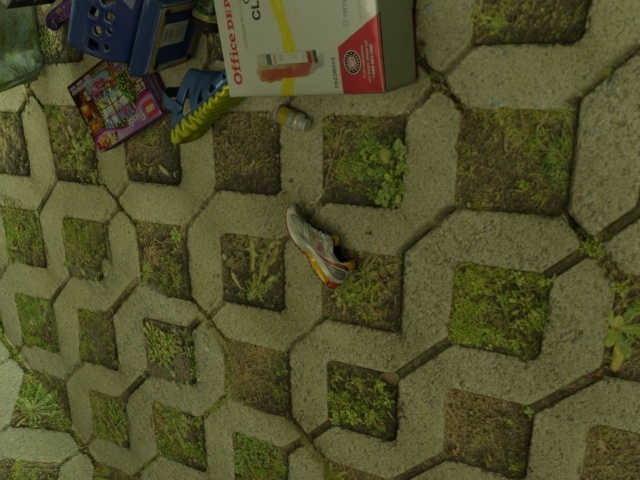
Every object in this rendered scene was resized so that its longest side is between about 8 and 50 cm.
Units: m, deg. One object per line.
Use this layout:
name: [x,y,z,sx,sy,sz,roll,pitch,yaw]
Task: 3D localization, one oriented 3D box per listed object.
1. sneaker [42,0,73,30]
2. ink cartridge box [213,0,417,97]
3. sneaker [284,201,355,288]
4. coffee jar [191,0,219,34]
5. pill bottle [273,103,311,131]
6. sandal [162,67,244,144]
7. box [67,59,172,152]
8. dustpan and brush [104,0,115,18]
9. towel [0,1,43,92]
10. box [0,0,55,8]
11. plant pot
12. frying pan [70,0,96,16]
sneaker: [-0.670,-0.601,1.865,0.169,0.068,0.071,-29,98,39]
ink cartridge box: [-0.017,-0.439,1.426,0.384,0.160,0.280,6,113,33]
sneaker: [0.000,0.000,1.672,0.092,0.088,0.225,-38,87,19]
coffee jar: [-0.229,-0.551,1.564,0.079,0.096,0.185,31,124,23]
pill bottle: [-0.063,-0.275,1.605,0.083,0.043,0.043,28,124,21]
sandal: [-0.279,-0.350,1.675,0.317,0.126,0.138,-28,89,38]
box: [-0.532,-0.377,1.872,0.293,0.057,0.201,-21,98,38]
dustpan and brush: [-0.527,-0.657,1.743,0.147,0.060,0.211,43,128,11]
towel: [-0.843,-0.578,1.833,0.090,0.321,0.375,-1,113,6]
box: [-0.676,-0.673,1.761,0.231,0.183,0.056,-29,92,40]
plant pot: [-0.407,-0.518,1.619,0.212,0.236,0.236,34,125,11]
frying pan: [-0.531,-0.651,1.665,0.053,0.197,0.327,16,88,-15]
